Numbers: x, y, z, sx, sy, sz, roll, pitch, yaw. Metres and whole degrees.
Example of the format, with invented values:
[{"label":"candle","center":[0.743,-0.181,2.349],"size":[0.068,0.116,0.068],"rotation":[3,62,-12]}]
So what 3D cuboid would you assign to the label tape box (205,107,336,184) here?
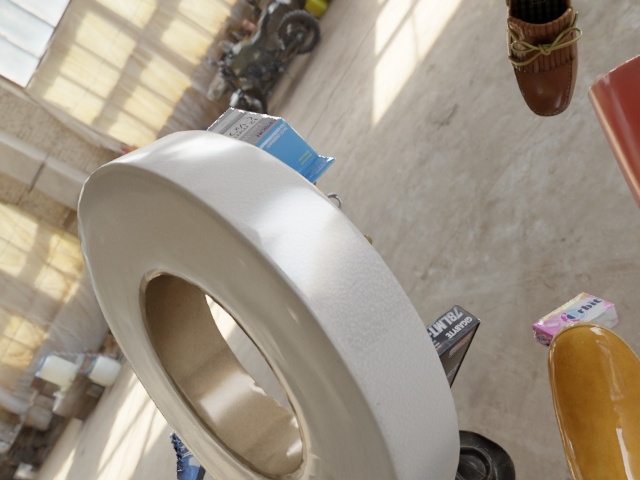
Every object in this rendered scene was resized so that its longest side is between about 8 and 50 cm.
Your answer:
[{"label":"label tape box","center":[-0.168,-0.154,1.373],"size":[0.249,0.115,0.347],"rotation":[-48,35,-15]}]

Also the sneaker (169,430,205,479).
[{"label":"sneaker","center":[-0.286,0.444,1.357],"size":[0.080,0.081,0.211],"rotation":[-37,40,42]}]

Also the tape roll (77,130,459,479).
[{"label":"tape roll","center":[-0.063,0.100,0.536],"size":[0.072,0.392,0.392],"rotation":[-35,2,-35]}]

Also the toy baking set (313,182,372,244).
[{"label":"toy baking set","center":[-0.005,0.005,1.351],"size":[0.196,0.256,0.030],"rotation":[-37,1,-11]}]

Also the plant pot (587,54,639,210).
[{"label":"plant pot","center":[0.462,-0.091,0.687],"size":[0.275,0.274,0.243],"rotation":[-22,78,61]}]

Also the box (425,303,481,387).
[{"label":"box","center":[0.175,0.305,1.256],"size":[0.295,0.073,0.293],"rotation":[-28,-37,-41]}]

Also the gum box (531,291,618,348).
[{"label":"gum box","center":[0.647,0.217,1.624],"size":[0.188,0.062,0.107],"rotation":[-29,22,-14]}]

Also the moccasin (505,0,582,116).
[{"label":"moccasin","center":[0.417,-0.412,1.187],"size":[0.147,0.139,0.380],"rotation":[-56,-36,-52]}]

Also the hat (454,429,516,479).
[{"label":"hat","center":[0.459,0.741,2.052],"size":[0.331,0.134,0.331],"rotation":[-11,50,13]}]

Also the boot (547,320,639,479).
[{"label":"boot","center":[0.278,0.237,0.567],"size":[0.104,0.295,0.211],"rotation":[-18,5,25]}]
